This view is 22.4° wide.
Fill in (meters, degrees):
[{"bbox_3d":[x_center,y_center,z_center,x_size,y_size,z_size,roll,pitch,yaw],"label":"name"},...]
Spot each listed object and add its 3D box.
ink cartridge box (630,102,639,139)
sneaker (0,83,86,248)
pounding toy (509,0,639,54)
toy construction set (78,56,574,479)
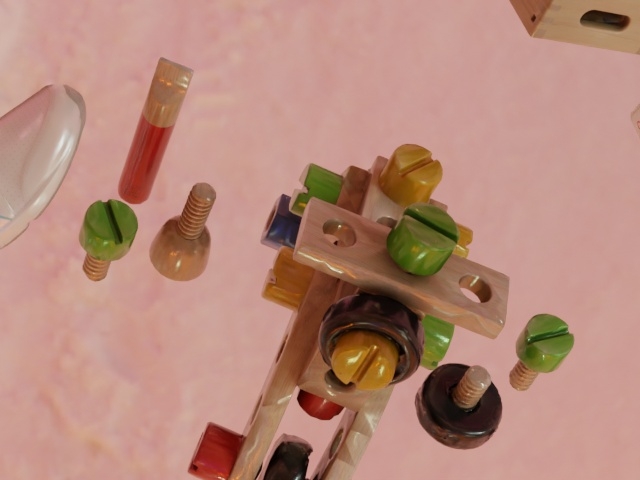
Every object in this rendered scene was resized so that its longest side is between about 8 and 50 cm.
[{"bbox_3d":[0.362,-0.078,1.519,0.063,0.109,0.150,-19,78,-14],"label":"ink cartridge box"},{"bbox_3d":[-0.163,-0.016,0.681,0.152,0.053,0.061,-42,119,4],"label":"sneaker"},{"bbox_3d":[0.178,-0.207,1.242,0.100,0.141,0.130,-61,37,38],"label":"pounding toy"},{"bbox_3d":[0.000,0.000,0.988,0.309,0.257,0.237,40,142,11],"label":"toy construction set"}]
